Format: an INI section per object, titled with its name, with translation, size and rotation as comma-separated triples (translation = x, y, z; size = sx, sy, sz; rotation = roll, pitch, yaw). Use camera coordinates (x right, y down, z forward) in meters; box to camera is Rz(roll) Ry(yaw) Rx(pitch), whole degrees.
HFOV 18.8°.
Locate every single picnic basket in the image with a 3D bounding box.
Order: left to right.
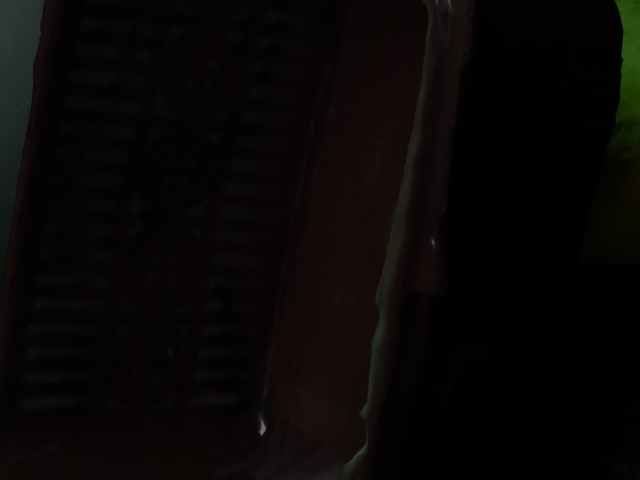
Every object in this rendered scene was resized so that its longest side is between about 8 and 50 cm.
[picnic basket]
translation = 0.000, 0.000, 0.677
size = 0.222, 0.129, 0.297
rotation = 30, 115, 45

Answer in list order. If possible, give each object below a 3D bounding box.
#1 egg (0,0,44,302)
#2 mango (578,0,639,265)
[egg]
translation = -0.115, -0.141, 0.841
size = 0.389, 0.276, 0.276
rotation = -55, 40, 0
[mango]
translation = 0.093, -0.058, 0.731
size = 0.122, 0.085, 0.191
rotation = -42, 41, 11
